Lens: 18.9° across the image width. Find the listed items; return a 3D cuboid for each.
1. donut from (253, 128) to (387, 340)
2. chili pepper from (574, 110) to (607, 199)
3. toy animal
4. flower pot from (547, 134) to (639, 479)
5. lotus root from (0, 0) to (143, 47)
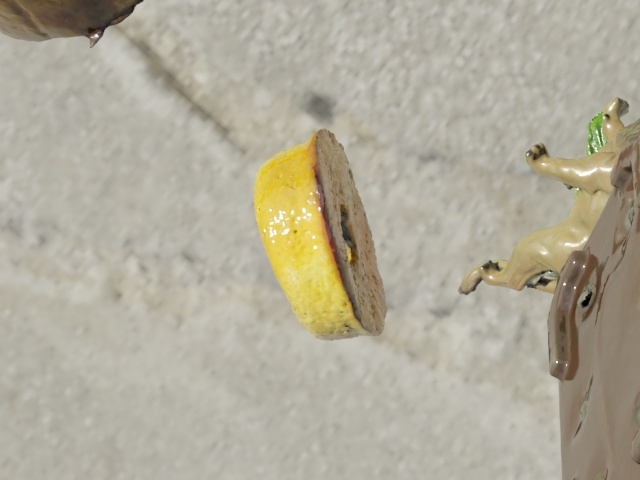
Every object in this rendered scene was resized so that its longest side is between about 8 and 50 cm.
[{"bbox_3d":[0.000,0.000,1.358,0.058,0.152,0.152,-17,119,13],"label":"donut"},{"bbox_3d":[0.224,-0.063,1.558,0.030,0.034,0.091,9,93,23],"label":"chili pepper"},{"bbox_3d":[0.145,-0.024,1.071,0.220,0.069,0.086,-37,72,43],"label":"toy animal"},{"bbox_3d":[0.147,0.052,0.758,0.084,0.251,0.179,15,127,-7],"label":"flower pot"},{"bbox_3d":[-0.185,-0.356,1.658,0.390,0.375,0.111,-43,132,7],"label":"lotus root"}]
